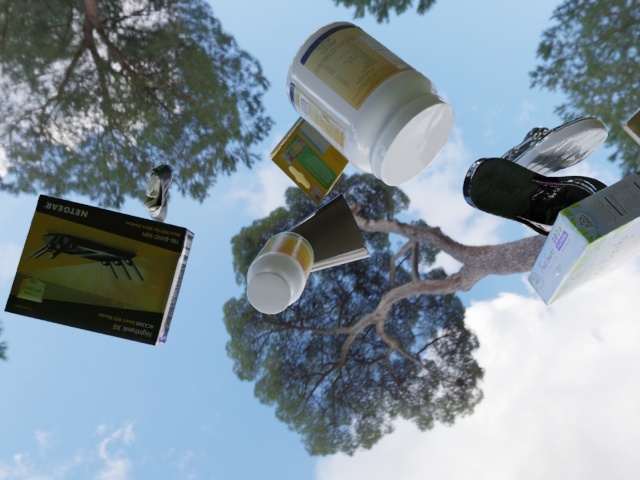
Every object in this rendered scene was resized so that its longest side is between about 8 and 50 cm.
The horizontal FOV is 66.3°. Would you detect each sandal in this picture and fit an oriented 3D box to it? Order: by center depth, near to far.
[{"bbox_3d":[0.547,-0.085,1.165,0.444,0.107,0.168,8,-79,-19],"label":"sandal"}]

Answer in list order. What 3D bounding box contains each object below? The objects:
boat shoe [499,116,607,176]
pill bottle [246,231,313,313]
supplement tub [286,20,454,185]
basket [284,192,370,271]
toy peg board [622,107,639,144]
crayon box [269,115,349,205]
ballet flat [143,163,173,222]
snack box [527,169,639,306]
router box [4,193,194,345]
[{"bbox_3d":[0.543,-0.227,1.223,0.120,0.335,0.119,12,-114,-22],"label":"boat shoe"},{"bbox_3d":[-0.098,0.077,1.183,0.136,0.137,0.246,21,-160,0],"label":"pill bottle"},{"bbox_3d":[0.099,-0.285,1.028,0.228,0.228,0.316,-29,-120,-23],"label":"supplement tub"},{"bbox_3d":[0.000,0.000,1.429,0.226,0.154,0.205,-24,-87,0],"label":"basket"},{"bbox_3d":[0.607,-0.187,0.766,0.160,0.079,0.161,-45,-91,4],"label":"toy peg board"},{"bbox_3d":[-0.017,-0.278,1.531,0.203,0.083,0.323,44,-120,-19],"label":"crayon box"},{"bbox_3d":[-0.475,-0.127,1.409,0.074,0.203,0.074,16,-149,-10],"label":"ballet flat"},{"bbox_3d":[0.244,-0.001,0.425,0.100,0.141,0.037,-26,-119,-1],"label":"snack box"},{"bbox_3d":[-0.442,0.061,1.002,0.308,0.081,0.243,12,-97,-1],"label":"router box"}]
